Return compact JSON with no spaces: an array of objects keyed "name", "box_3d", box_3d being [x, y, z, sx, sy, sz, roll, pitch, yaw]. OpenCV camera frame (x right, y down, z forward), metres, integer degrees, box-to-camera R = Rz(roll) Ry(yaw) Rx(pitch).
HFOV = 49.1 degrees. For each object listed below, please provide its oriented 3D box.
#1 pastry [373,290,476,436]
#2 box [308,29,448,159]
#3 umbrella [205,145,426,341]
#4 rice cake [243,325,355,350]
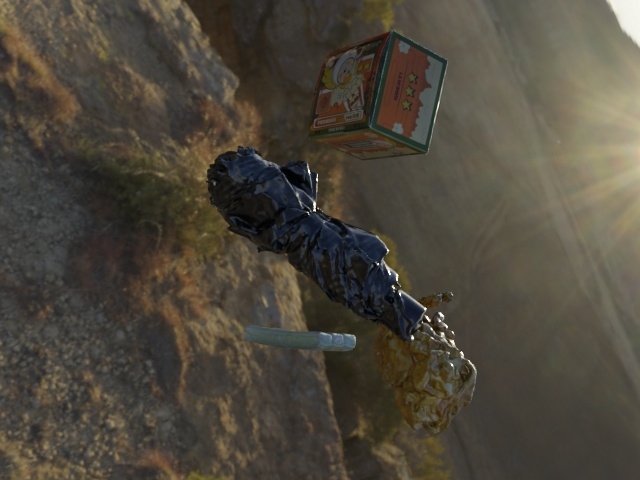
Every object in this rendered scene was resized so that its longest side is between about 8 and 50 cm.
[{"name":"pastry","box_3d":[0.148,0.163,1.052,0.102,0.154,0.250,9,24,-14]},{"name":"box","box_3d":[0.097,-0.254,1.264,0.148,0.194,0.178,18,82,-33]},{"name":"umbrella","box_3d":[-0.001,-0.006,0.896,0.336,0.128,0.154,35,-13,21]},{"name":"rice cake","box_3d":[-0.047,0.217,1.537,0.127,0.237,0.043,11,81,-47]}]
